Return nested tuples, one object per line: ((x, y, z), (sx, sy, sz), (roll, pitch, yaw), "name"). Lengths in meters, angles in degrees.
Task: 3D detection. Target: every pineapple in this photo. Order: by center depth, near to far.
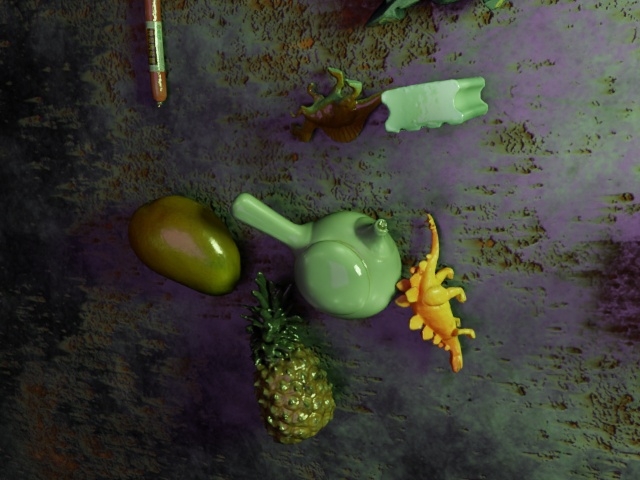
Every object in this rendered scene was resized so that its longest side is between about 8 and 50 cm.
((-0.083, 0.218, 1.239), (0.169, 0.169, 0.340), (-13, 100, 27), "pineapple")

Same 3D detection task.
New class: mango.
((-0.270, 0.004, 1.282), (0.255, 0.139, 0.175), (26, 126, 7), "mango")

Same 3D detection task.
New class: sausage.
((-0.328, -0.393, 1.250), (0.034, 0.034, 0.253), (6, 108, 23), "sausage")

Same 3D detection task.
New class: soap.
((0.181, -0.212, 0.976), (0.119, 0.198, 0.066), (-2, 103, 25), "soap")

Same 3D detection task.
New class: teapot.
((-0.010, 0.034, 1.163), (0.319, 0.149, 0.219), (12, 108, 20), "teapot")

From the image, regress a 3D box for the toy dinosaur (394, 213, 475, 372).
((0.192, 0.103, 1.115), (0.117, 0.070, 0.288), (-17, 97, -10), "toy dinosaur")

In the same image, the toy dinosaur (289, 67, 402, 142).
((0.040, -0.224, 1.121), (0.212, 0.057, 0.142), (19, 123, 20), "toy dinosaur")

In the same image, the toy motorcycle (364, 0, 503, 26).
((0.196, -0.428, 0.963), (0.308, 0.108, 0.173), (-5, 108, 28), "toy motorcycle")
